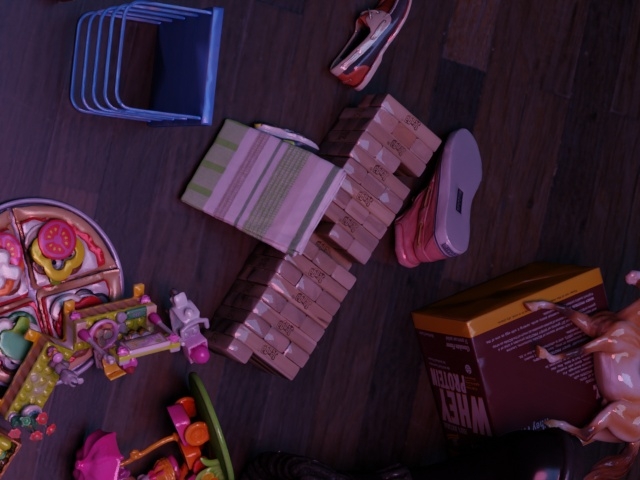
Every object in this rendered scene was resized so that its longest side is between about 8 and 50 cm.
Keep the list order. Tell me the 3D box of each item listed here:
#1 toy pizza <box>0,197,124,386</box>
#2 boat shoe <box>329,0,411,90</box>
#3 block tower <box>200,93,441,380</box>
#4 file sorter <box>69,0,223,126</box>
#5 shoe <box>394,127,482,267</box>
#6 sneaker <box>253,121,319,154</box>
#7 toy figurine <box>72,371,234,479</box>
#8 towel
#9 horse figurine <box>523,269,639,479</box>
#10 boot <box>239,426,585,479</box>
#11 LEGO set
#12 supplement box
[{"bbox_3d":[-0.296,0.056,1.828,0.201,0.032,0.201,-2,94,-27],"label":"toy pizza"},{"bbox_3d":[0.058,-0.237,1.985,0.043,0.049,0.137,32,84,-23],"label":"boat shoe"},{"bbox_3d":[0.000,0.000,1.943,0.097,0.091,0.335,39,76,-23],"label":"block tower"},{"bbox_3d":[-0.182,-0.181,1.796,0.104,0.170,0.118,5,91,-25],"label":"file sorter"},{"bbox_3d":[0.133,-0.049,2.025,0.063,0.081,0.178,41,45,-35],"label":"shoe"},{"bbox_3d":[-0.042,-0.107,1.953,0.083,0.031,0.035,18,98,-23],"label":"sneaker"},{"bbox_3d":[-0.184,0.243,1.872,0.159,0.130,0.173,-19,126,-11],"label":"toy figurine"},{"bbox_3d":[-0.061,-0.058,1.897,0.152,0.023,0.113,25,74,18],"label":"towel"},{"bbox_3d":[0.320,0.161,1.984,0.174,0.066,0.263,-4,92,-21],"label":"horse figurine"},{"bbox_3d":[0.087,0.276,1.887,0.260,0.348,0.131,26,43,-28],"label":"boot"},{"bbox_3d":[-0.236,0.144,1.795,0.287,0.107,0.132,-33,129,-18],"label":"LEGO set"},{"bbox_3d":[0.237,0.148,2.050,0.191,0.129,0.194,-21,102,-25],"label":"supplement box"}]
